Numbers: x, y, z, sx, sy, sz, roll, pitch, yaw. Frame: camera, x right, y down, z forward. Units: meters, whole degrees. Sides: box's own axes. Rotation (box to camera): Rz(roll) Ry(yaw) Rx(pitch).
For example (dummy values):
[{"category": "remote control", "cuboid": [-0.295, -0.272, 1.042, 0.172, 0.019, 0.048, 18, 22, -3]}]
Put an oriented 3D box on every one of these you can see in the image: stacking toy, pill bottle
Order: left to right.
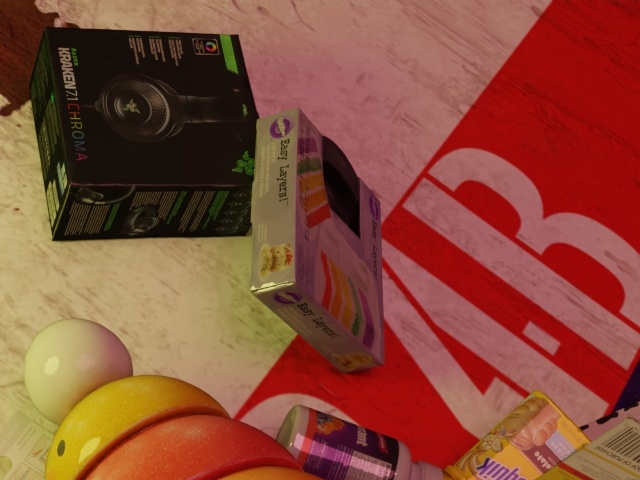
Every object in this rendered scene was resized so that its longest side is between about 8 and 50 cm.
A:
[{"category": "stacking toy", "cuboid": [-0.170, 0.263, 1.408, 0.350, 0.350, 0.480, -20, 50, -31]}, {"category": "pill bottle", "cuboid": [0.041, 0.274, 1.616, 0.193, 0.108, 0.108, 21, 53, -9]}]

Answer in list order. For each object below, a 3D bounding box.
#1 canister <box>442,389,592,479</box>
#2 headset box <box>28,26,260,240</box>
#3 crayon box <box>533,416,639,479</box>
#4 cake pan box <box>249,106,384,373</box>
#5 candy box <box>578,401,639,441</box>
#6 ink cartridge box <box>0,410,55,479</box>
[{"category": "canister", "cuboid": [0.243, 0.281, 1.677, 0.170, 0.073, 0.126, -41, 75, -12]}, {"category": "headset box", "cuboid": [-0.212, -0.136, 1.765, 0.283, 0.131, 0.246, 0, 60, -23]}, {"category": "crayon box", "cuboid": [0.288, 0.323, 1.446, 0.318, 0.081, 0.202, -26, 28, -25]}, {"category": "cake pan box", "cuboid": [0.000, 0.000, 1.714, 0.070, 0.246, 0.267, -14, 54, 22]}, {"category": "candy box", "cuboid": [0.428, 0.295, 1.784, 0.233, 0.071, 0.159, -15, 67, -31]}, {"category": "ink cartridge box", "cuboid": [-0.290, 0.319, 1.492, 0.225, 0.056, 0.181, 31, 53, 4]}]
